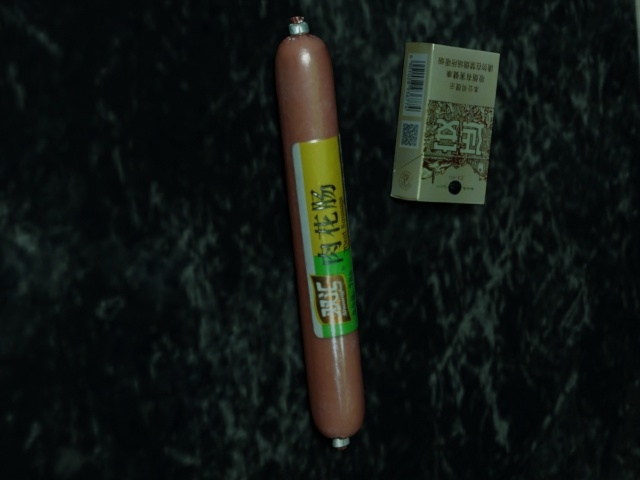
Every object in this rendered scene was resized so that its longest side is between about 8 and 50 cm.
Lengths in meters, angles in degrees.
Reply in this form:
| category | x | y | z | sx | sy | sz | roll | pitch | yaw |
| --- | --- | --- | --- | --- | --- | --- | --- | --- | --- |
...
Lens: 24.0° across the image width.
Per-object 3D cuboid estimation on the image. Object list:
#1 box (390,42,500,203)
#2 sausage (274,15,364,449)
| category | x | y | z | sx | sy | sz | roll | pitch | yaw |
| --- | --- | --- | --- | --- | --- | --- | --- | --- | --- |
| box | 0.066 | -0.062 | 0.802 | 0.053 | 0.024 | 0.083 | 0 | 95 | -41 |
| sausage | 0.000 | 0.000 | 0.750 | 0.029 | 0.029 | 0.223 | -17 | 108 | -38 |
